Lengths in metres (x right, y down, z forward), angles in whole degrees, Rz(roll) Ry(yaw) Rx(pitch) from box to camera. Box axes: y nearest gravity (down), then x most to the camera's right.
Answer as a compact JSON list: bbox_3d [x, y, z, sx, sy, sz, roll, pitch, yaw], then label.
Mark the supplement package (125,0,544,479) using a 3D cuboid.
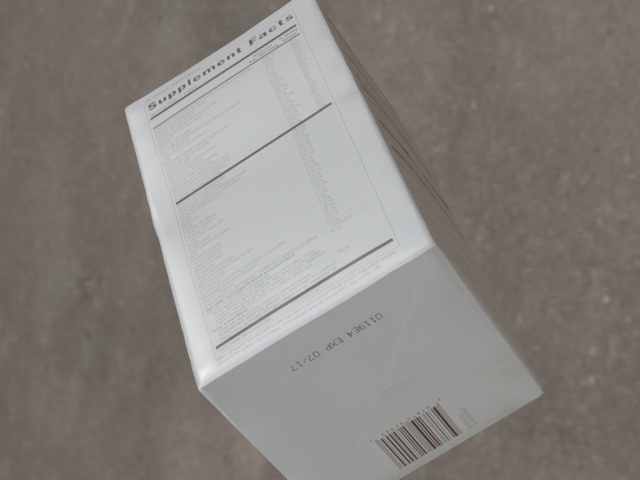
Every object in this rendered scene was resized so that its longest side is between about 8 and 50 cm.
[{"bbox_3d":[0.000,0.000,0.858,0.139,0.134,0.244,-31,40,9],"label":"supplement package"}]
